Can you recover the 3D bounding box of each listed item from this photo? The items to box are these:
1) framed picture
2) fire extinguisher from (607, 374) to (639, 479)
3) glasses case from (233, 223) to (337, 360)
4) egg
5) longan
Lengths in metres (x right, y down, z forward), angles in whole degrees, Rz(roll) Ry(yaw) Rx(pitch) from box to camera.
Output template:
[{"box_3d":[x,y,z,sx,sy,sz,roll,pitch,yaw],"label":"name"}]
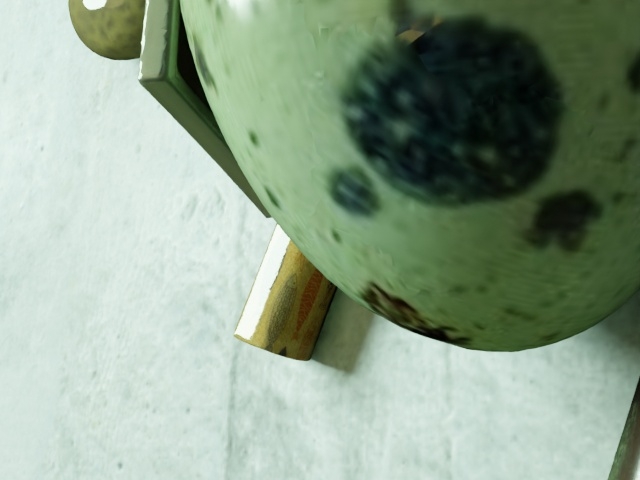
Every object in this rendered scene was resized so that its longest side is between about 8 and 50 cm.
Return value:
[{"box_3d":[-0.058,-0.211,0.649,0.022,0.247,0.335,-3,73,14],"label":"framed picture"},{"box_3d":[0.187,0.110,0.471,0.089,0.072,0.268,-173,102,-74],"label":"fire extinguisher"},{"box_3d":[0.000,0.000,0.646,0.041,0.064,0.170,20,88,39],"label":"glasses case"},{"box_3d":[0.069,-0.130,0.488,0.287,0.287,0.380,-21,72,31],"label":"egg"},{"box_3d":[-0.179,-0.220,0.836,0.113,0.092,0.113,-15,65,35],"label":"longan"}]
